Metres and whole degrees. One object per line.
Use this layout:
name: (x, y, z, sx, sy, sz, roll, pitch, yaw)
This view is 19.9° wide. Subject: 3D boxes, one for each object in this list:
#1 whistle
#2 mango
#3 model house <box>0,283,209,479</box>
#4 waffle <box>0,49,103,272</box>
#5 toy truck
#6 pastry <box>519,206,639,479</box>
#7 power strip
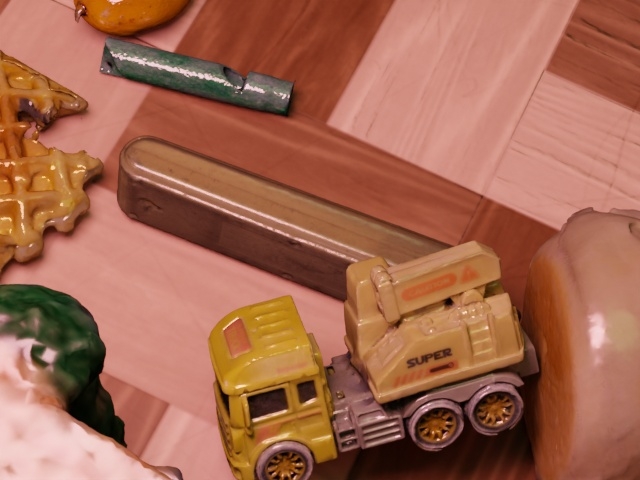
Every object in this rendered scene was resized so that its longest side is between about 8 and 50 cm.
whistle: (-0.118, -0.157, 1.753, 0.186, 0.039, 0.039, 13, 60, 0)
mango: (-0.171, -0.252, 1.781, 0.101, 0.066, 0.187, 25, 44, 24)
model house: (-0.159, 0.274, 1.306, 0.343, 0.382, 0.334, 31, 63, 15)
waffle: (-0.334, -0.075, 1.667, 0.261, 0.056, 0.250, 32, 62, 7)
toy truck: (0.039, 0.094, 1.526, 0.272, 0.157, 0.124, -15, 28, -5)
pastry: (0.247, 0.104, 1.546, 0.133, 0.265, 0.264, -6, 62, -9)
power strip: (0.000, 0.000, 1.651, 0.388, 0.092, 0.066, 22, 63, 4)
